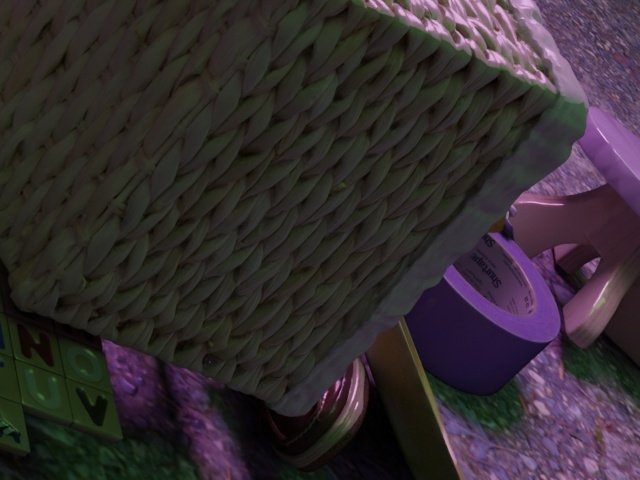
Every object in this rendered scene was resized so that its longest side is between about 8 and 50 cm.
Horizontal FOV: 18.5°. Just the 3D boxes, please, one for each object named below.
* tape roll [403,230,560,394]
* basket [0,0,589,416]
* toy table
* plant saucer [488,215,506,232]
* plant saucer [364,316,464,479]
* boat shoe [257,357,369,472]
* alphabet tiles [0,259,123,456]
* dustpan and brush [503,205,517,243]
[{"bbox_3d":[0.128,0.047,1.830,0.189,0.080,0.189,35,25,-20],"label":"tape roll"},{"bbox_3d":[-0.054,-0.118,1.367,0.266,0.331,0.328,22,30,-41],"label":"basket"},{"bbox_3d":[0.318,0.007,2.057,0.274,0.161,0.252,46,19,-3],"label":"toy table"},{"bbox_3d":[0.048,-0.202,1.831,0.333,0.081,0.332,20,48,-29],"label":"plant saucer"},{"bbox_3d":[0.063,0.105,1.581,0.241,0.037,0.241,-21,90,-88],"label":"plant saucer"},{"bbox_3d":[-0.032,0.084,1.518,0.095,0.095,0.257,41,13,-20],"label":"boat shoe"},{"bbox_3d":[-0.227,0.049,1.225,0.237,0.009,0.198,25,31,-36],"label":"alphabet tiles"},{"bbox_3d":[0.133,-0.058,1.989,0.211,0.060,0.147,35,-16,24],"label":"dustpan and brush"}]
